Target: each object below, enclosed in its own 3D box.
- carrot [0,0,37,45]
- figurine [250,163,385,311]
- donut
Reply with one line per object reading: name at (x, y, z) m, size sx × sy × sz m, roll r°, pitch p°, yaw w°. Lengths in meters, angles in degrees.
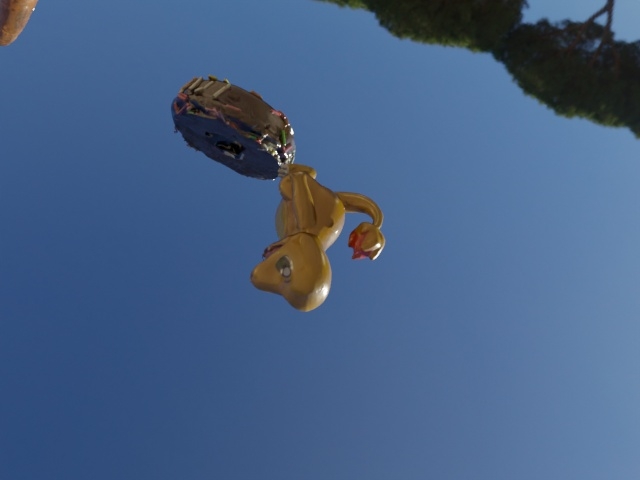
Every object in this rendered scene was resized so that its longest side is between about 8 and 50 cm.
carrot at (-0.309, -0.272, 0.580) m, size 0.057 × 0.224 × 0.057 m, roll 24°, pitch -132°, yaw -30°
figurine at (0.003, 0.001, 0.566) m, size 0.122 × 0.121 × 0.176 m, roll 4°, pitch -140°, yaw 7°
donut at (-0.166, -0.216, 1.097) m, size 0.269 × 0.270 × 0.103 m, roll 21°, pitch -105°, yaw 7°
